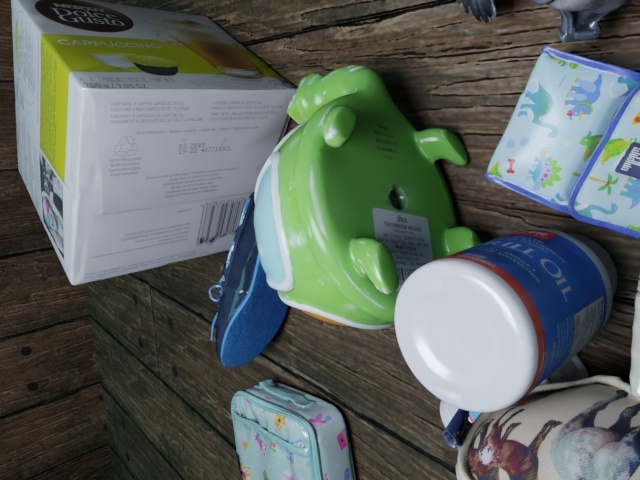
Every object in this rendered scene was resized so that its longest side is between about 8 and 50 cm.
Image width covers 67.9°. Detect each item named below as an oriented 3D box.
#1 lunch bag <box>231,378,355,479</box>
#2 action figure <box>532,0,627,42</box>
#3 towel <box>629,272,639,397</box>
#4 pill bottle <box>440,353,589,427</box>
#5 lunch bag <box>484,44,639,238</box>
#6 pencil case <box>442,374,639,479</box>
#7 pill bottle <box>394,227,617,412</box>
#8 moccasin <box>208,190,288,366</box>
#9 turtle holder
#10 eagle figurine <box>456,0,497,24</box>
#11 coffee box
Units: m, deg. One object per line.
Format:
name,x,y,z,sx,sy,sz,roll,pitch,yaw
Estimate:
lunch bag,-0.065,0.385,0.892,0.279,0.108,0.223,-3,98,49
action figure,0.197,-0.257,0.237,0.331,0.178,0.341,-7,132,33
towel,0.351,0.008,0.243,0.313,0.056,0.323,5,80,31
pill bottle,0.211,0.175,0.537,0.087,0.087,0.160,58,136,20
lunch bag,0.248,-0.087,0.426,0.151,0.096,0.128,31,121,23
pencil case,0.242,0.330,0.416,0.410,0.184,0.160,69,165,-12
pill bottle,0.182,0.055,0.433,0.124,0.222,0.124,16,112,45
moccasin,-0.119,0.070,0.875,0.117,0.138,0.341,38,113,41
turtle holder,0.019,-0.051,0.566,0.228,0.243,0.320,-24,96,48
eagle figurine,0.141,-0.386,0.423,0.298,0.225,0.226,42,-179,-9
coffee box,-0.305,-0.187,0.832,0.334,0.338,0.338,47,132,30
